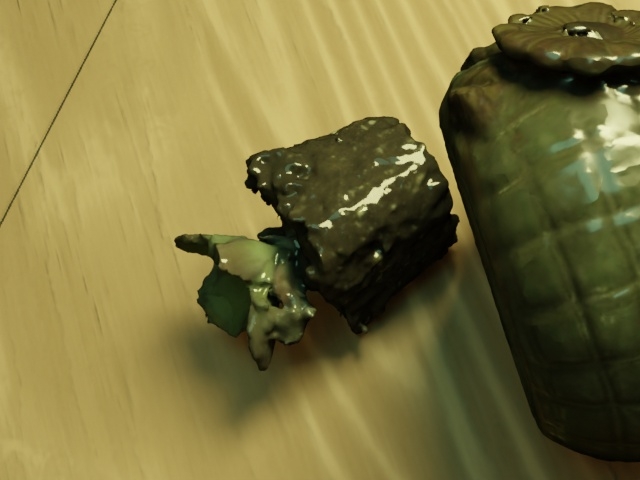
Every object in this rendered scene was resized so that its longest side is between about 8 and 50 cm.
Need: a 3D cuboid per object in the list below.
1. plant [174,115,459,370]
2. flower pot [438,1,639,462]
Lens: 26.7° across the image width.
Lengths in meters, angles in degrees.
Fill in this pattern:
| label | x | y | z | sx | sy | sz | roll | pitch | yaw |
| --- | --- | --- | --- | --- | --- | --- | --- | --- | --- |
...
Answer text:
| label | x | y | z | sx | sy | sz | roll | pitch | yaw |
| --- | --- | --- | --- | --- | --- | --- | --- | --- | --- |
| plant | 0.000 | 0.000 | 1.007 | 0.203 | 0.131 | 0.142 | -24 | 58 | -8 |
| flower pot | 0.204 | -0.020 | 0.862 | 0.213 | 0.302 | 0.302 | -17 | 58 | 5 |
